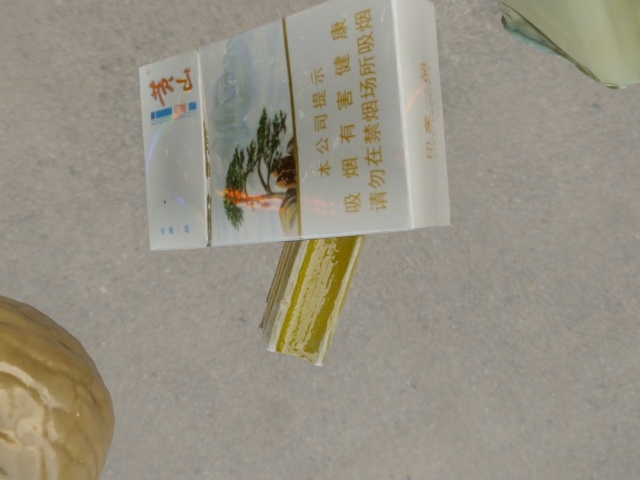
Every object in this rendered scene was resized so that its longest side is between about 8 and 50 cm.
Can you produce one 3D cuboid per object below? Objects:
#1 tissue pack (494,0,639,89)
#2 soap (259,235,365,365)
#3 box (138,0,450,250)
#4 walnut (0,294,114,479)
[{"bbox_3d":[0.238,-0.352,0.415,0.332,0.205,0.405,-45,144,12],"label":"tissue pack"},{"bbox_3d":[0.000,0.000,0.632,0.073,0.140,0.232,17,90,-5],"label":"soap"},{"bbox_3d":[-0.030,-0.072,0.431,0.233,0.067,0.149,-5,87,35],"label":"box"},{"bbox_3d":[-0.278,0.147,0.454,0.228,0.228,0.227,0,105,0],"label":"walnut"}]
